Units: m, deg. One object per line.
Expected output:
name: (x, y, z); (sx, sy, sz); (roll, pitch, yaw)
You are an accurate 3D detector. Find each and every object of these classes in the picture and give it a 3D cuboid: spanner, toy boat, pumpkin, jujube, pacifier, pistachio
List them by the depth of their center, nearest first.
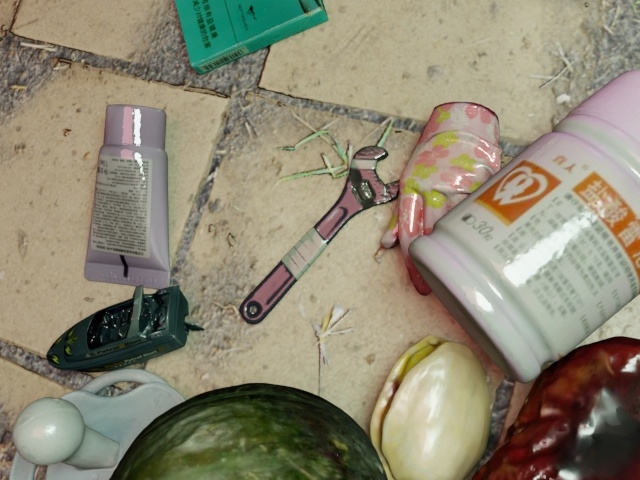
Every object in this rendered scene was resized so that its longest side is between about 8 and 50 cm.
jujube: (0.282, 0.287, 0.683); (0.277, 0.276, 0.376); (30, 86, 20)
pumpkin: (-0.065, 0.371, 0.684); (0.344, 0.454, 0.454); (-10, 75, -2)
pistachio: (0.135, 0.219, 0.827); (0.145, 0.117, 0.200); (22, 75, -18)
pacifier: (-0.309, 0.261, 0.893); (0.287, 0.225, 0.238); (-5, 59, 15)
spanner: (0.000, 0.000, 0.960); (0.087, 0.024, 0.316); (42, 92, 15)
toy boat: (-0.301, 0.135, 0.981); (0.246, 0.103, 0.092); (-19, 49, 17)

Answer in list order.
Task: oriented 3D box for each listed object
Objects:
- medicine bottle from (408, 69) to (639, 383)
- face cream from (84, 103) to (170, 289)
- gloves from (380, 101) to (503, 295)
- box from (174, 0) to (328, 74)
medicine bottle: (0.277, -0.015, 0.746); (0.316, 0.202, 0.202); (-40, 70, 0)
face cream: (-0.289, -0.066, 1.034); (0.154, 0.096, 0.273); (6, 93, 15)
gloves: (0.157, -0.051, 0.874); (0.145, 0.126, 0.241); (12, 74, 14)
box: (-0.115, -0.377, 1.065); (0.227, 0.042, 0.160); (-20, 74, 12)
